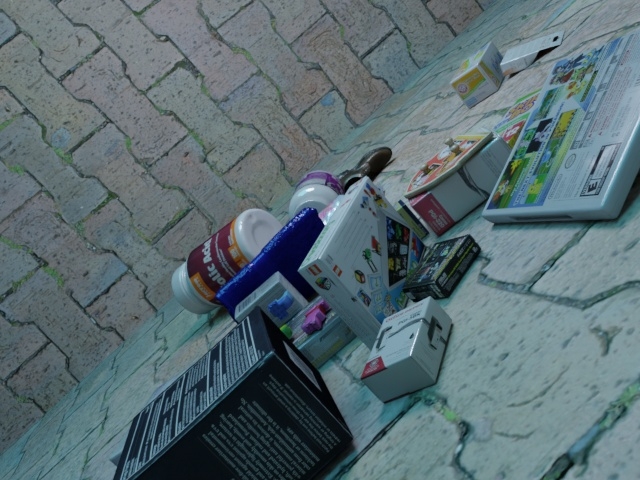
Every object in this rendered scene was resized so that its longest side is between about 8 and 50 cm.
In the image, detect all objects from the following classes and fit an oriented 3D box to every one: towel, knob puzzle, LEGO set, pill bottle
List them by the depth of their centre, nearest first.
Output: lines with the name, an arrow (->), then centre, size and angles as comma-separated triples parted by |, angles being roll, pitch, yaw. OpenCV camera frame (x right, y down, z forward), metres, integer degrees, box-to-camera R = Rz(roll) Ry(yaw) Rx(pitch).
LEGO set -> -0.097, 0.179, 1.182 | 0.227, 0.087, 0.093 | -40, 14, 14
knob puzzle -> 0.239, -0.159, 1.285 | 0.213, 0.030, 0.213 | -39, 13, 11
towel -> -0.081, 0.090, 1.487 | 0.308, 0.227, 0.076 | -46, 53, -12
pill bottle -> -0.010, -0.106, 1.959 | 0.169, 0.169, 0.301 | -38, 13, 15
pill bottle -> -0.299, 0.080, 2.066 | 0.392, 0.224, 0.224 | -34, 15, 33

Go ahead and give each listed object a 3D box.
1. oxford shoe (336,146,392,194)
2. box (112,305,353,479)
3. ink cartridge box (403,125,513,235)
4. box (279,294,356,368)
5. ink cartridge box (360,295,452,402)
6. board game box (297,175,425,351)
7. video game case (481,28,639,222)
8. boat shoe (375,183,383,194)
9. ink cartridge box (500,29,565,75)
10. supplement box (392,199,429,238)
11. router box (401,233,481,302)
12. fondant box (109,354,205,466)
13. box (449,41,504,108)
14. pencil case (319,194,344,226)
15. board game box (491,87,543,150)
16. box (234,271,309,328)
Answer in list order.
oxford shoe -> 0.157, -0.225, 2.119 | 0.227, 0.083, 0.096 | -39, 35, 2
box -> -0.138, 0.287, 0.970 | 0.294, 0.182, 0.296 | -41, 11, -2
ink cartridge box -> 0.290, -0.126, 1.301 | 0.218, 0.092, 0.158 | -41, 12, 13
box -> -0.017, 0.186, 1.245 | 0.231, 0.056, 0.183 | -41, 14, 4
ink cartridge box -> 0.126, 0.156, 0.915 | 0.099, 0.056, 0.135 | -34, 15, 36
board game box -> 0.088, 0.030, 1.143 | 0.053, 0.193, 0.305 | -33, 15, 34
video game case -> 0.416, -0.178, 1.007 | 0.328, 0.036, 0.300 | -63, 16, -8
boat shoe -> 0.163, -0.132, 1.852 | 0.100, 0.035, 0.035 | -76, 9, -63
ink cartridge box -> 0.639, -0.562, 1.893 | 0.179, 0.045, 0.145 | -11, 28, 32
supplement box -> 0.169, -0.027, 1.344 | 0.083, 0.083, 0.056 | -41, 13, 8
router box -> 0.207, 0.048, 1.081 | 0.122, 0.038, 0.092 | -49, 14, -28
fondant box -> -0.270, 0.352, 1.357 | 0.330, 0.096, 0.238 | -37, 13, 25
box -> 0.497, -0.516, 1.972 | 0.114, 0.103, 0.203 | -31, 16, 40
pencil case -> 0.000, 0.000, 1.698 | 0.273, 0.113, 0.124 | -43, 23, -7
board game box -> 0.454, -0.273, 1.446 | 0.259, 0.039, 0.124 | -45, 13, -27
box -> -0.093, 0.162, 1.363 | 0.126, 0.137, 0.072 | -40, 15, 6
